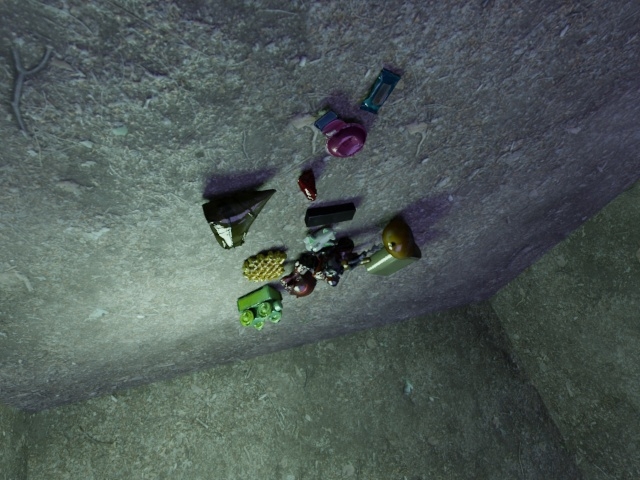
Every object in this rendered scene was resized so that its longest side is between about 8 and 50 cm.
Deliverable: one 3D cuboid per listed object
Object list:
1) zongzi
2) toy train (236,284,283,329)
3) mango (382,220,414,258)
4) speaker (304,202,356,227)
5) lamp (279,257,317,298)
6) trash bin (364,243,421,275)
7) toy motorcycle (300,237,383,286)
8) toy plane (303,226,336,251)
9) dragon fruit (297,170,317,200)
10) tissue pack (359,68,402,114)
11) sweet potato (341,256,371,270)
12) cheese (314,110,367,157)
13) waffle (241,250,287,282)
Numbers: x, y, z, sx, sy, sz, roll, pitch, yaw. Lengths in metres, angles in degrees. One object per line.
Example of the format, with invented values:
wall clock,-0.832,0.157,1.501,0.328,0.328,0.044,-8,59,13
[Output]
zongzi,-0.281,-0.082,1.527,0.274,0.125,0.251,-21,151,-9
toy train,-0.335,0.376,2.228,0.272,0.188,0.159,-25,151,16
mango,0.405,0.002,2.028,0.146,0.193,0.316,-8,169,23
speaker,0.042,-0.112,1.746,0.218,0.044,0.082,-11,150,-17
lamp,-0.095,0.206,2.090,0.215,0.151,0.223,-53,166,1
trash bin,0.409,0.101,2.276,0.243,0.121,0.247,9,145,-41
toy motorcycle,0.114,0.095,1.980,0.401,0.207,0.134,-23,168,-10
toy plane,-0.001,-0.002,1.878,0.174,0.080,0.174,-14,153,-7
dragon fruit,-0.057,-0.198,1.519,0.063,0.097,0.131,-9,170,-12
tissue pack,0.182,-0.459,1.243,0.085,0.028,0.138,2,141,-39
sweet potato,0.126,0.131,2.155,0.108,0.079,0.346,9,160,-35
cheese,0.068,-0.347,1.330,0.155,0.062,0.244,-32,148,21
waffle,-0.262,0.134,1.984,0.249,0.056,0.253,-25,149,11
